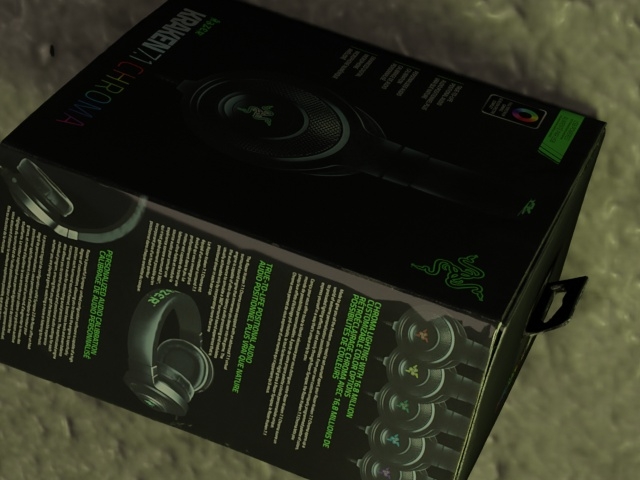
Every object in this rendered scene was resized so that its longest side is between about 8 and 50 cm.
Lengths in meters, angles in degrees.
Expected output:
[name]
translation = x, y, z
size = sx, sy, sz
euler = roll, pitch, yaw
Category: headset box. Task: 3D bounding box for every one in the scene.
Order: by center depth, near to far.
[headset box]
translation = 0.000, 0.000, 1.040
size = 0.283, 0.246, 0.131
euler = 20, 121, 11
